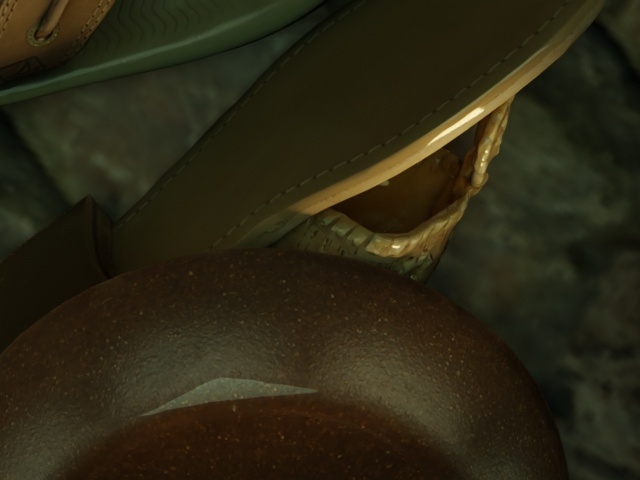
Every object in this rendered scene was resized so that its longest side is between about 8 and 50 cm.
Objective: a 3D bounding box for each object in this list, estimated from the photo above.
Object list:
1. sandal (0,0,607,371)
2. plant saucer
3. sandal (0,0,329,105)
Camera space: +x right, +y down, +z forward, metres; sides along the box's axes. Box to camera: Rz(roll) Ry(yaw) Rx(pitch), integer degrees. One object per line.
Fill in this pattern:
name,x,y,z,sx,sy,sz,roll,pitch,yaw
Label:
sandal,-0.001,-0.004,0.522,0.240,0.088,0.079,-32,125,10
plant saucer,-0.019,0.097,0.501,0.199,0.036,0.198,-2,117,-3
sandal,-0.098,-0.095,0.496,0.303,0.086,0.120,-22,94,3
